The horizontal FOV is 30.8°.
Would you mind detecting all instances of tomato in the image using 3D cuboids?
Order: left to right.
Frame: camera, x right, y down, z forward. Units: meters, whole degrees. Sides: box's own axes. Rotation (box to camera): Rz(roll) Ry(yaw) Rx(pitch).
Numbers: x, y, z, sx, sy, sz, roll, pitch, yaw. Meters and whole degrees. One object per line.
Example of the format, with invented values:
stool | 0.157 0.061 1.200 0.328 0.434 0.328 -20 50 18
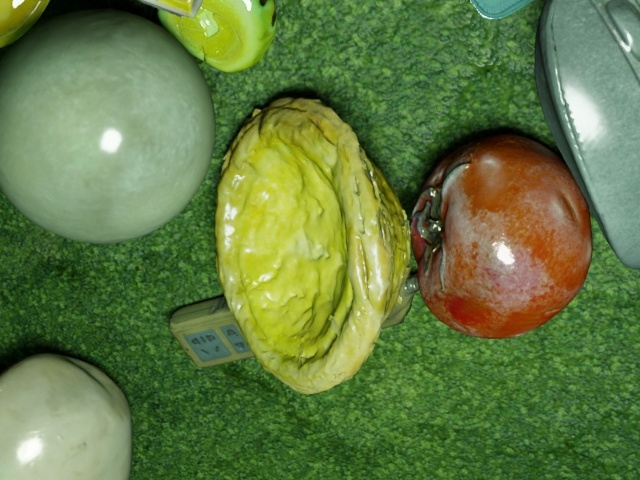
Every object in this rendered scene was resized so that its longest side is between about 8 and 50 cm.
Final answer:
tomato | 0.208 0.000 1.302 0.188 0.232 0.232 4 131 -16

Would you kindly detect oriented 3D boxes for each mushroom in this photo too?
mushroom | -0.451 0.296 1.720 0.336 0.314 0.314 18 132 31

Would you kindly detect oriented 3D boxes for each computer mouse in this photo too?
computer mouse | 0.340 -0.120 1.188 0.203 0.114 0.374 -33 121 -6

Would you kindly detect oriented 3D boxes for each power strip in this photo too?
power strip | -0.029 0.097 1.544 0.387 0.066 0.092 -16 121 27

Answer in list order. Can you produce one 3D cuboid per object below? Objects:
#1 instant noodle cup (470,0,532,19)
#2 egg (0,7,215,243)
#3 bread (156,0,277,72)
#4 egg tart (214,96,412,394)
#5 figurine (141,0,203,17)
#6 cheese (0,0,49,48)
instant noodle cup | 0.181 -0.314 1.168 0.157 0.070 0.179 -29 112 31
egg | -0.246 -0.125 1.287 0.258 0.352 0.259 -4 102 -19
bread | -0.115 -0.257 1.303 0.139 0.071 0.130 16 132 5
egg tart | 0.000 0.000 1.366 0.345 0.132 0.345 16 109 53
figurine | -0.106 -0.347 1.122 0.143 0.308 0.308 51 132 20
cheese | -0.339 -0.310 1.308 0.270 0.069 0.177 -20 73 17
